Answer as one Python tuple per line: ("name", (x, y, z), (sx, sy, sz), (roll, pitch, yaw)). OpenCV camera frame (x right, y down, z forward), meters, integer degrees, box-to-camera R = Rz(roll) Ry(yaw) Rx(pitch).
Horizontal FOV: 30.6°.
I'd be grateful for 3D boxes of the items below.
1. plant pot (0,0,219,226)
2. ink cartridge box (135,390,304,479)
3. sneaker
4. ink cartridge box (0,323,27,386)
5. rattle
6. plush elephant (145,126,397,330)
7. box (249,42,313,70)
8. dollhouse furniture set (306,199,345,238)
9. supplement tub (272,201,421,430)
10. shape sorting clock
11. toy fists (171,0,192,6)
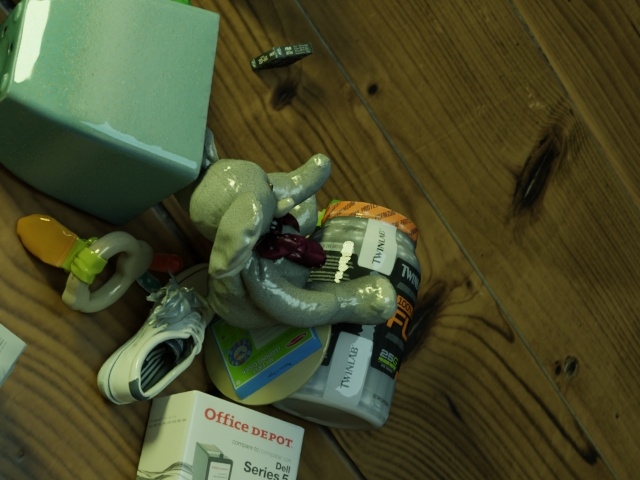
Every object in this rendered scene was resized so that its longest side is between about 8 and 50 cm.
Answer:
("plant pot", (-0.312, -0.194, 1.552), (0.252, 0.247, 0.248), (18, 65, -31))
("ink cartridge box", (-0.149, 0.365, 1.608), (0.198, 0.114, 0.273), (25, 63, -33))
("sneaker", (-0.199, 0.134, 1.638), (0.258, 0.091, 0.094), (-54, 130, -32))
("ink cartridge box", (-0.471, 0.130, 1.393), (0.176, 0.128, 0.127), (43, 54, -23))
("rattle", (-0.306, 0.021, 1.632), (0.199, 0.142, 0.130), (-23, 126, -57))
("plush elephant", (-0.080, -0.021, 1.561), (0.329, 0.255, 0.272), (-15, 50, -21))
("box", (-0.063, -0.298, 1.903), (0.083, 0.067, 0.018), (-16, 88, -41))
("dollhouse furniture set", (0.000, 0.000, 1.902), (0.152, 0.058, 0.076), (-52, 120, -16))
("supplement tub", (0.041, 0.113, 1.772), (0.193, 0.193, 0.316), (27, 68, -32))
("shape sorting clock", (-0.076, 0.138, 1.685), (0.040, 0.206, 0.206), (44, 51, -49))
("toy fists", (-0.302, -0.345, 1.689), (0.279, 0.096, 0.142), (22, 47, -38))
